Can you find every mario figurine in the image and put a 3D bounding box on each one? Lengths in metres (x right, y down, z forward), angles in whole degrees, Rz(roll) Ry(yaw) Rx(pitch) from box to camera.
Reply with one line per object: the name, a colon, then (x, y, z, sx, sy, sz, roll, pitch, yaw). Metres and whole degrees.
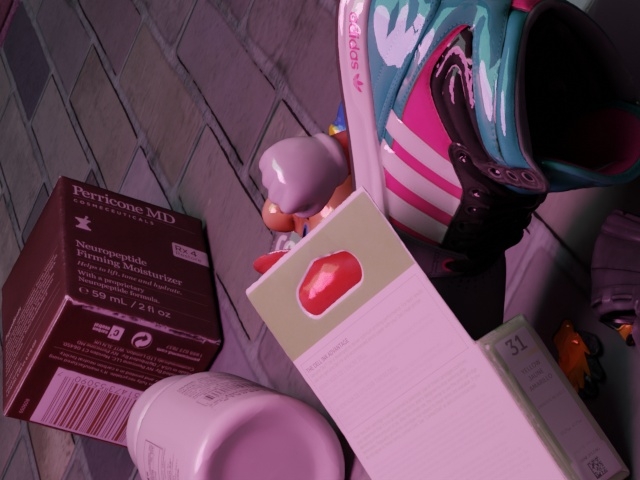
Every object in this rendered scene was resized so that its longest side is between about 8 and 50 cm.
mario figurine: (0.022, -0.077, 1.441, 0.170, 0.198, 0.321, 4, 72, 54)

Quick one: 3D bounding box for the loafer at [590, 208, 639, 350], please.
loafer: (0.215, 0.038, 1.059, 0.223, 0.076, 0.078, -149, 73, -72)

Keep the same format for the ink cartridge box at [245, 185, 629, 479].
ink cartridge box: (0.068, 0.089, 1.192, 0.235, 0.056, 0.171, 57, 141, 8)

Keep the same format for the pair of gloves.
pair of gloves: (0.178, 0.058, 1.204, 0.083, 0.010, 0.074, -59, 26, 27)

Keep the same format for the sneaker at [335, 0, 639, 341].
sneaker: (0.120, -0.038, 1.154, 0.178, 0.124, 0.296, 14, 128, 39)

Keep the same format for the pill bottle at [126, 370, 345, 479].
pill bottle: (-0.081, 0.177, 1.548, 0.229, 0.131, 0.131, 10, 82, 67)

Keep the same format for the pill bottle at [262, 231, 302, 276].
pill bottle: (0.000, 0.000, 1.568, 0.078, 0.078, 0.137, 5, 78, 67)

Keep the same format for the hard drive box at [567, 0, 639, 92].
hard drive box: (0.191, -0.188, 1.260, 0.232, 0.089, 0.181, -62, 25, 22)

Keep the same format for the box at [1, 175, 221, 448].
box: (-0.217, 0.076, 1.888, 0.167, 0.168, 0.203, -59, 26, 30)
